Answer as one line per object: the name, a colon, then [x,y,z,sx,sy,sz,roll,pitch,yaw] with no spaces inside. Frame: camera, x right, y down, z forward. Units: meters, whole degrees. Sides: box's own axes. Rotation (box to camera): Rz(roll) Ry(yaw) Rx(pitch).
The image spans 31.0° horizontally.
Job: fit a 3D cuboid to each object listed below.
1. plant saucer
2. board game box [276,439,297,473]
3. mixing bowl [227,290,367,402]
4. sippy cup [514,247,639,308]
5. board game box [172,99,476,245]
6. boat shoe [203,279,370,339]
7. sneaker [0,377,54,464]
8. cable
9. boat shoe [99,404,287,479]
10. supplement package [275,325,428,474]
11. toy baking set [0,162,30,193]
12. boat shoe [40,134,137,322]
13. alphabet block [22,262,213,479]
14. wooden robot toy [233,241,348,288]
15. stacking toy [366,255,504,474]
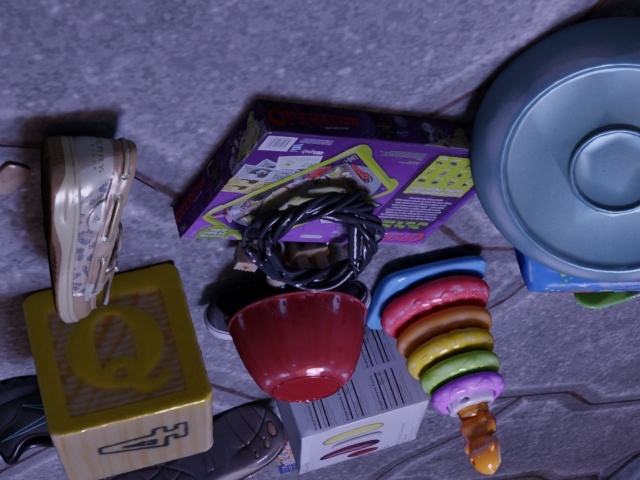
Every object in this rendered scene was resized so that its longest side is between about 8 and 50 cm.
plant saucer: [0.319,-0.082,1.242,0.318,0.043,0.317,5,121,8]
board game box: [0.005,0.371,2.153,0.194,0.045,0.146,-16,154,-6]
mixing bowl: [-0.023,0.144,1.460,0.181,0.098,0.181,-7,152,-4]
sippy cup: [0.347,-0.034,1.406,0.224,0.305,0.240,-9,-164,4]
board game box: [0.031,-0.067,1.310,0.347,0.056,0.208,2,143,-36]
boat shoe: [-0.039,0.079,1.523,0.229,0.080,0.076,-4,153,-12]
sneaker: [-0.327,0.233,1.596,0.267,0.106,0.101,-14,153,-12]
cable: [0.000,0.000,1.323,0.151,0.047,0.184,-31,145,11]
boat shoe: [-0.214,0.398,1.964,0.355,0.132,0.130,-21,154,7]
supplement package: [0.042,0.248,1.817,0.203,0.149,0.194,-15,154,-9]
toy baking set: [-0.416,-0.016,1.128,0.256,0.030,0.196,-6,152,-24]
boat shoe: [-0.236,-0.004,1.187,0.089,0.104,0.285,-8,152,-16]
alphabet block: [-0.245,0.167,1.424,0.193,0.192,0.197,-15,153,-12]
wooden robot toy: [-0.028,0.031,1.442,0.173,0.076,0.079,-8,163,-21]
stacking toy: [0.192,0.183,1.612,0.166,0.301,0.175,-10,152,-17]
